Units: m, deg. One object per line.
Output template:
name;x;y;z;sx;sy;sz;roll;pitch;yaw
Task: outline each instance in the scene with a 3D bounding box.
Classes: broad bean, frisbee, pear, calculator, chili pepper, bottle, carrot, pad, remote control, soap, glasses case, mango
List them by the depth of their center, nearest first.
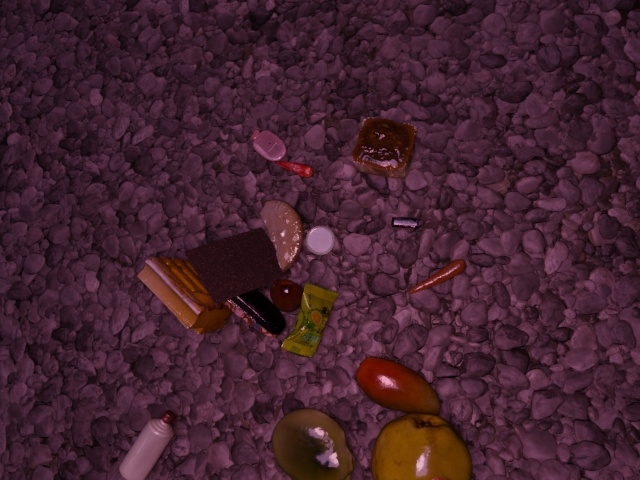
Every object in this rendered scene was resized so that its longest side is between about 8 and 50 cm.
pear;0.289;0.684;1.356;0.287;0.287;0.376;8;109;12
mango;0.252;0.471;1.472;0.288;0.129;0.146;18;84;6
broad bean;-0.022;0.674;1.487;0.290;0.119;0.238;24;93;17
carrot;0.391;0.129;1.555;0.216;0.048;0.048;-31;75;9
glasses case;-0.254;0.210;1.582;0.321;0.122;0.082;40;108;-4
pad;-0.277;0.079;1.590;0.220;0.330;0.004;56;137;16
bottle;-0.588;0.705;1.598;0.104;0.104;0.245;32;86;15
soap;-0.459;0.184;1.599;0.281;0.259;0.143;43;95;18
remote control;0.299;-0.064;1.623;0.096;0.014;0.039;4;80;11
frisbee;0.000;0.000;1.668;0.110;0.014;0.110;-2;80;11
chili pepper;-0.098;-0.277;1.735;0.178;0.027;0.045;20;84;16
calculator;-0.203;-0.371;1.775;0.166;0.024;0.103;39;89;15

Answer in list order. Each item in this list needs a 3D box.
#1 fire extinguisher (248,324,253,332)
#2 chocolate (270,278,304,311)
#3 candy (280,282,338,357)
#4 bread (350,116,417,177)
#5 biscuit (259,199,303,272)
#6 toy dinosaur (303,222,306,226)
fire extinguisher;-0.244;0.288;1.655;0.038;0.025;0.084;-1;76;49
chocolate;-0.117;0.183;1.595;0.124;0.133;0.128;-25;73;9
candy;-0.034;0.273;1.564;0.069;0.149;0.247;3;70;52
bread;0.229;-0.332;1.640;0.209;0.110;0.192;16;81;14
biscuit;-0.130;-0.041;1.671;0.141;0.038;0.290;-26;69;15
toy dinosaur;-0.081;-0.012;1.679;0.041;0.026;0.113;43;96;24
